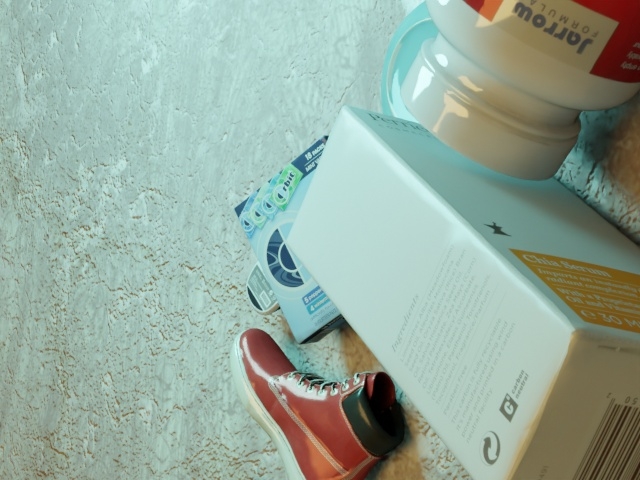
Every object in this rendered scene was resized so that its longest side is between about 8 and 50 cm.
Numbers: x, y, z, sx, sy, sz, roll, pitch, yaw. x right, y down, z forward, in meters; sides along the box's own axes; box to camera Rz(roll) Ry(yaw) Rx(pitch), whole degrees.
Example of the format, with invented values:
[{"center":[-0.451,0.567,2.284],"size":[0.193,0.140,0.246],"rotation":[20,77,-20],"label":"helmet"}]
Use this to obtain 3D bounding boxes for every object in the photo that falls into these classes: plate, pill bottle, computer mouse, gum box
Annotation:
[{"center":[0.122,-0.179,1.671],"size":[0.188,0.024,0.188],"rotation":[-9,78,49],"label":"plate"},{"center":[0.237,-0.268,1.378],"size":[0.229,0.229,0.407],"rotation":[52,124,41],"label":"pill bottle"},{"center":[-0.021,0.011,1.812],"size":[0.193,0.042,0.106],"rotation":[-51,54,27],"label":"computer mouse"},{"center":[0.000,0.000,1.735],"size":[0.157,0.041,0.184],"rotation":[-38,70,31],"label":"gum box"}]

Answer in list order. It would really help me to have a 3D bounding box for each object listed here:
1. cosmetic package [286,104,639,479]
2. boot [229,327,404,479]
[{"center":[0.170,0.054,1.360],"size":[0.453,0.230,0.161],"rotation":[49,122,54],"label":"cosmetic package"},{"center":[0.001,0.163,1.733],"size":[0.176,0.088,0.244],"rotation":[-53,57,33],"label":"boot"}]
